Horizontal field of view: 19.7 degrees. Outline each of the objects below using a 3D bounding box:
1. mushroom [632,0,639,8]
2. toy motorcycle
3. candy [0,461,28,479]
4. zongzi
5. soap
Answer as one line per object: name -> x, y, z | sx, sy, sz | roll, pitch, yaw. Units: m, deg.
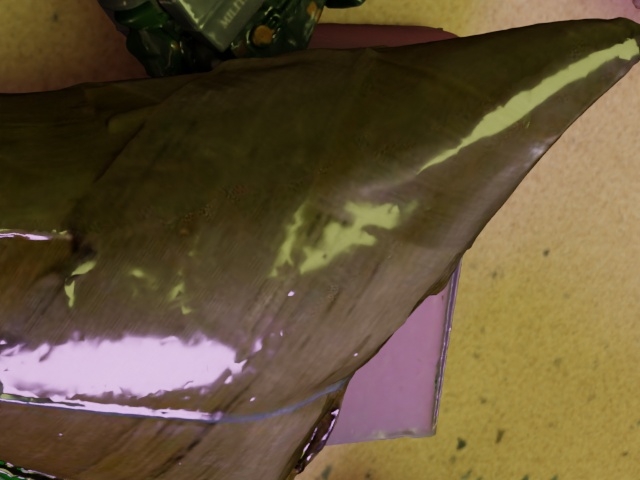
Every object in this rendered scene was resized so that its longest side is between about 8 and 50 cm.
mushroom -> 0.257, -0.190, 1.186 | 0.166, 0.127, 0.166 | -7, 90, -68
toy motorcycle -> -0.024, -0.206, 0.994 | 0.187, 0.124, 0.275 | 44, 72, -25
candy -> -0.195, 0.101, 1.068 | 0.141, 0.078, 0.203 | 46, 70, -18
zongzi -> -0.094, -0.032, 0.881 | 0.356, 0.174, 0.393 | 19, 134, -28
soap -> -0.001, -0.001, 1.140 | 0.181, 0.081, 0.259 | -4, 112, -27
